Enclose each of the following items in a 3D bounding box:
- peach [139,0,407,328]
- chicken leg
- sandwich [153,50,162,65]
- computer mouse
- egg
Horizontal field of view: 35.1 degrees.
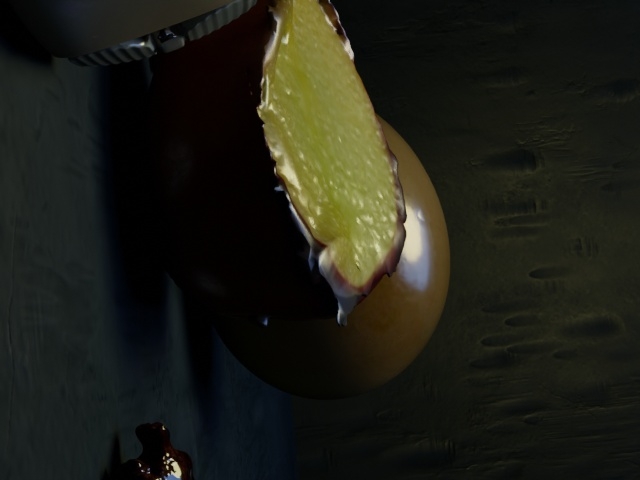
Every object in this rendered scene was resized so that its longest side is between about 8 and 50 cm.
[{"bbox_3d":[-0.068,-0.085,0.912,0.257,0.201,0.362,4,73,-63],"label":"peach"},{"bbox_3d":[-0.113,0.187,0.751,0.219,0.048,0.090,82,5,-71],"label":"chicken leg"},{"bbox_3d":[-0.139,-0.289,1.087,0.094,0.096,0.258,105,-18,-76],"label":"sandwich"},{"bbox_3d":[-0.101,-0.157,0.543,0.236,0.145,0.082,91,-22,-77],"label":"computer mouse"},{"bbox_3d":[0.000,0.000,1.203,0.301,0.300,0.374,80,4,-83],"label":"egg"}]
